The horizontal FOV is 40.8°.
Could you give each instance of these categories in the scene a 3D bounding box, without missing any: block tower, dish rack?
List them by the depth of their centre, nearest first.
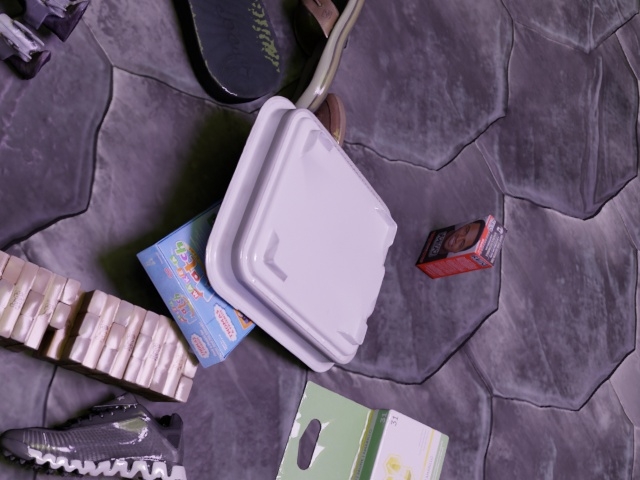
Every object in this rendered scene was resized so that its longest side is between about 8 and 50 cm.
[{"bbox_3d":[-0.307,0.094,0.999,0.335,0.097,0.091,28,66,-28],"label":"block tower"},{"bbox_3d":[0.000,0.000,1.151,0.333,0.072,0.285,47,53,-47],"label":"dish rack"}]

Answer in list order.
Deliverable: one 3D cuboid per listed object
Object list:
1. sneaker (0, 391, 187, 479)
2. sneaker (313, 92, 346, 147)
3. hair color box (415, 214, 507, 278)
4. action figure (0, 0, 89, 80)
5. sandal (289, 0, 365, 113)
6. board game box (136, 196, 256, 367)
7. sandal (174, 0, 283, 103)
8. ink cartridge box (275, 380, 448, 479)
[{"bbox_3d":[-0.260,0.228,1.015,0.234,0.078,0.106,18,68,-33],"label":"sneaker"},{"bbox_3d":[-0.013,-0.136,1.251,0.071,0.066,0.188,19,71,-31],"label":"sneaker"},{"bbox_3d":[0.216,0.012,1.326,0.043,0.141,0.072,37,62,-22],"label":"hair color box"},{"bbox_3d":[-0.423,-0.323,1.007,0.285,0.099,0.185,37,72,-17],"label":"action figure"},{"bbox_3d":[-0.001,-0.319,1.274,0.086,0.120,0.302,24,68,-12],"label":"sandal"},{"bbox_3d":[-0.130,0.044,1.098,0.160,0.039,0.211,61,26,-8],"label":"board game box"},{"bbox_3d":[-0.154,-0.414,1.192,0.167,0.107,0.445,-27,95,-34],"label":"sandal"},{"bbox_3d":[0.063,0.318,1.219,0.235,0.056,0.171,30,66,-27],"label":"ink cartridge box"}]
